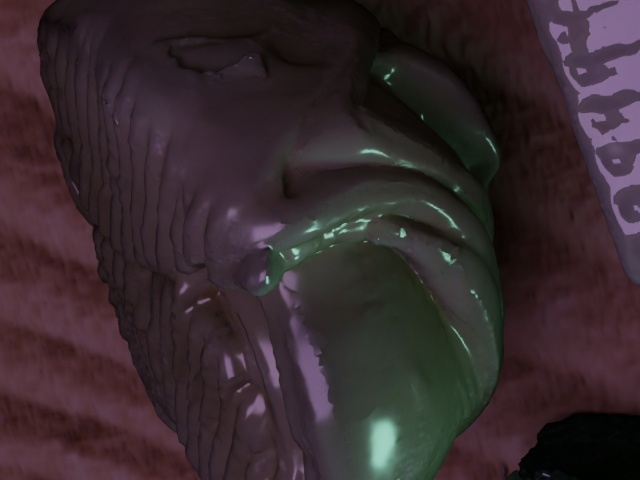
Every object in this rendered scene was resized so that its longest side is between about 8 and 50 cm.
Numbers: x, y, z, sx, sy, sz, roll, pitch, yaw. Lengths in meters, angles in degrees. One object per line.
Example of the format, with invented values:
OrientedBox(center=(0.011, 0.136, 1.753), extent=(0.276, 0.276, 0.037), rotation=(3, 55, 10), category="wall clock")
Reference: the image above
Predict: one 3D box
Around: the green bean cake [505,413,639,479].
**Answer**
OrientedBox(center=(0.198, 0.179, 1.107), extent=(0.208, 0.193, 0.107), rotation=(5, 114, 24), category="green bean cake")

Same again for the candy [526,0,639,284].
OrientedBox(center=(0.207, -0.171, 1.016), extent=(0.208, 0.145, 0.359), rotation=(-19, 97, 27), category="candy")

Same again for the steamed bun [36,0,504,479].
OrientedBox(center=(-0.002, -0.009, 1.094), extent=(0.324, 0.219, 0.310), rotation=(35, 143, 58), category="steamed bun")
